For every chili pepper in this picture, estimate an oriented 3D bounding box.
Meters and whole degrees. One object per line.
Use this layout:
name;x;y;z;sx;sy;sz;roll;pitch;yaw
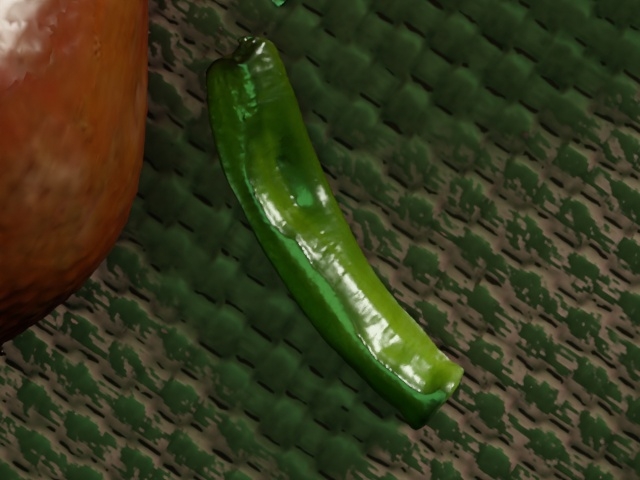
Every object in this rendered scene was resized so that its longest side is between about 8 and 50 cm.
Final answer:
chili pepper;0.000;0.000;0.937;0.052;0.050;0.202;-32;93;-12

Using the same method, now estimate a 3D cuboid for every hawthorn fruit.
hawthorn fruit;-0.212;-0.095;0.837;0.295;0.295;0.311;-3;91;3

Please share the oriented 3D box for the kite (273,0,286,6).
kite;0.071;-0.197;0.944;0.250;0.012;0.229;-43;89;5
